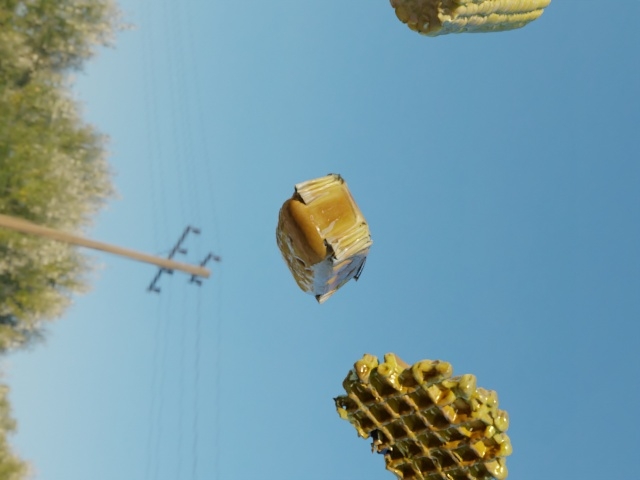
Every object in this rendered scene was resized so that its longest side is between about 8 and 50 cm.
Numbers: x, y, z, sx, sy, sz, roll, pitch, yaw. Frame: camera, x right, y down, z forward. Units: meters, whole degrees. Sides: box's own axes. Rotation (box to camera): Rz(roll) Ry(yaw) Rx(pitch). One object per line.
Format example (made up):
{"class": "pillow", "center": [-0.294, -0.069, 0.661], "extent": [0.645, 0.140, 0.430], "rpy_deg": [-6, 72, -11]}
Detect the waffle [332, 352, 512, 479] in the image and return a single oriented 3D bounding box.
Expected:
{"class": "waffle", "center": [0.155, 0.287, 1.457], "extent": [0.065, 0.283, 0.309], "rpy_deg": [-60, 162, -52]}

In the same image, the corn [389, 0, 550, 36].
{"class": "corn", "center": [0.141, -0.233, 0.857], "extent": [0.093, 0.244, 0.093], "rpy_deg": [8, -74, 28]}

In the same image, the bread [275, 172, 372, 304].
{"class": "bread", "center": [0.000, 0.000, 1.444], "extent": [0.136, 0.107, 0.241], "rpy_deg": [61, -13, 13]}
